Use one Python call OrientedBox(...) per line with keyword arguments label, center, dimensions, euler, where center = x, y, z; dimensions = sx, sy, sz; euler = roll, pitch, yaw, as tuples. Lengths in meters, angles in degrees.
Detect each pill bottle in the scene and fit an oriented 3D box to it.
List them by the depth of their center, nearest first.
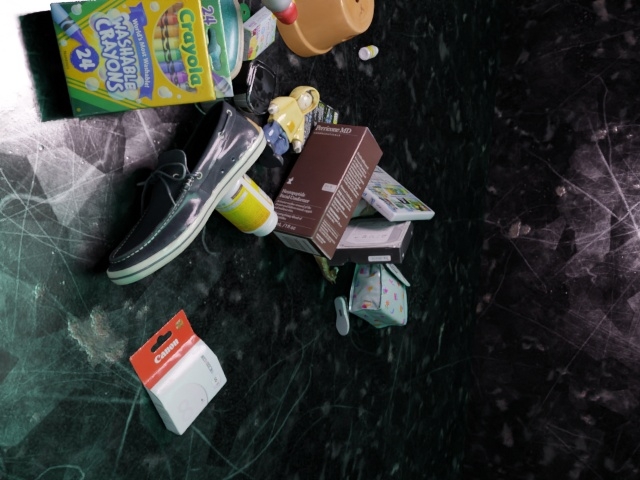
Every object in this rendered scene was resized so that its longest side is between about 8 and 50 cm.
OrientedBox(label="pill bottle", center=(-0.200, -0.097, 1.498), dimensions=(0.215, 0.117, 0.117), euler=(46, 56, -49))
OrientedBox(label="pill bottle", center=(0.175, -0.675, 2.076), dimensions=(0.083, 0.043, 0.044), euler=(-37, 123, -50))

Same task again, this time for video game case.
OrientedBox(label="video game case", center=(0.216, -0.171, 2.000), dimensions=(0.329, 0.300, 0.036), euler=(-5, 133, -57))

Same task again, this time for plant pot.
OrientedBox(label="plant pot", center=(0.023, -0.702, 1.697), dimensions=(0.290, 0.203, 0.291), euler=(-7, 98, -56))

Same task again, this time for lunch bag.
OrientedBox(label="lunch bag", center=(0.222, 0.168, 2.145), dimensions=(0.223, 0.160, 0.263), euler=(37, 51, -48))

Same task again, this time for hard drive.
OrientedBox(label="hard drive", center=(0.169, -0.004, 1.889), dimensions=(0.339, 0.236, 0.064), euler=(-47, 132, -67))

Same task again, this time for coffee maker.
OrientedBox(label="coffee maker", center=(-0.208, -0.387, 1.399), dimensions=(0.120, 0.178, 0.171), euler=(-22, 112, -55))

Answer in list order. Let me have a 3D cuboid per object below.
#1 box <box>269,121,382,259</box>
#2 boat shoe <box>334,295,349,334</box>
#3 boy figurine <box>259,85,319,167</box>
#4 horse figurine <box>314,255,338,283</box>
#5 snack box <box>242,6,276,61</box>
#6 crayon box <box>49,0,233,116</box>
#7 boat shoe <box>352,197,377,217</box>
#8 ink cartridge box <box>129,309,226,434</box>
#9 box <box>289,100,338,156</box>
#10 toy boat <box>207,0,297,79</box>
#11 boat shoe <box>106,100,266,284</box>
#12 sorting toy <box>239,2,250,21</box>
OrientedBox(label="box", center=(0.011, -0.153, 1.701), dimensions=(0.382, 0.191, 0.143), euler=(-63, 143, -18))
OrientedBox(label="boat shoe", center=(0.082, 0.262, 2.035), dimensions=(0.040, 0.049, 0.142), euler=(-24, 111, -54))
OrientedBox(label="boy figurine", center=(-0.091, -0.334, 1.667), dimensions=(0.285, 0.092, 0.177), euler=(-59, 136, -30))
OrientedBox(label="horse figurine", center=(0.000, 0.000, 1.865), dimensions=(0.263, 0.066, 0.175), euler=(58, 42, -47))
OrientedBox(label="snack box", center=(-0.166, -0.548, 1.535), dimensions=(0.141, 0.037, 0.100), euler=(-56, 169, -38))
OrientedBox(label="crayon box", center=(-0.335, -0.365, 1.135), dimensions=(0.322, 0.083, 0.203), euler=(-12, 107, -18))
OrientedBox(label="boat shoe", center=(0.144, -0.140, 2.033), dimensions=(0.302, 0.103, 0.113), euler=(-29, 117, -52))
OrientedBox(label="ink cartridge box", center=(-0.335, 0.318, 1.399), dimensions=(0.189, 0.066, 0.233), euler=(-47, 135, -43))
OrientedBox(label="box", center=(-0.017, -0.342, 1.820), dimensions=(0.184, 0.045, 0.191), euler=(15, 81, -58))
OrientedBox(label="toy boat", center=(-0.207, -0.488, 1.266), dimensions=(0.148, 0.318, 0.268), euler=(-6, 85, -80))
OrientedBox(label="boat shoe", center=(-0.309, -0.116, 1.270), dimensions=(0.156, 0.186, 0.500), euler=(51, 59, -30))
OrientedBox(label="sorting toy", center=(-0.273, -0.626, 1.393), dimensions=(0.132, 0.046, 0.275), euler=(-62, 141, -31))
